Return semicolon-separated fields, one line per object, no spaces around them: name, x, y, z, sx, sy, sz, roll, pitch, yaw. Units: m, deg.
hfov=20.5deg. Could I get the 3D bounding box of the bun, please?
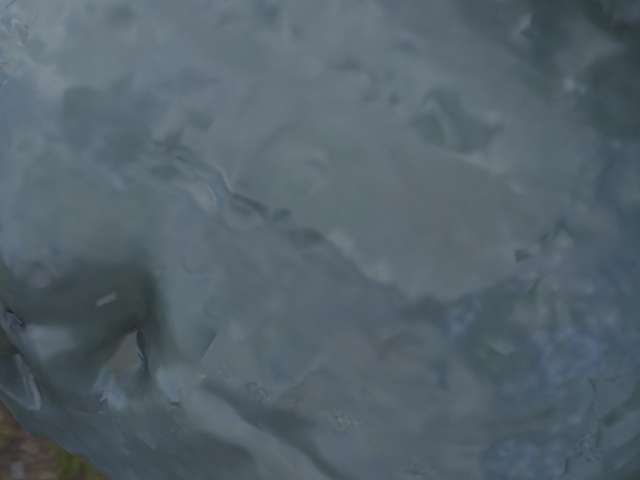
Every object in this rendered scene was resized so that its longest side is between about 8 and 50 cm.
bun;0.002;0.002;0.562;0.354;0.354;0.194;25;85;21
